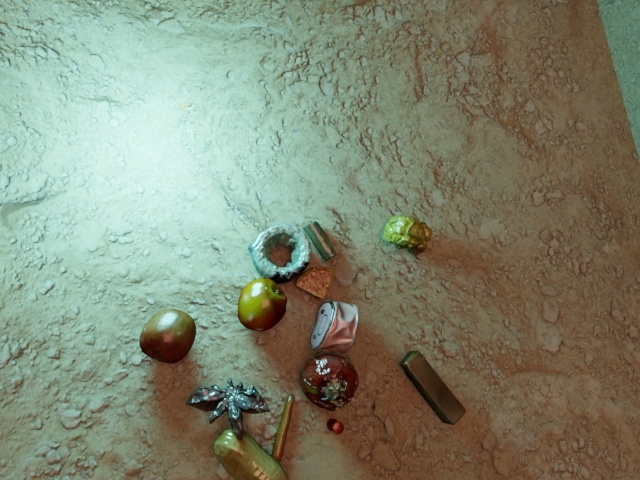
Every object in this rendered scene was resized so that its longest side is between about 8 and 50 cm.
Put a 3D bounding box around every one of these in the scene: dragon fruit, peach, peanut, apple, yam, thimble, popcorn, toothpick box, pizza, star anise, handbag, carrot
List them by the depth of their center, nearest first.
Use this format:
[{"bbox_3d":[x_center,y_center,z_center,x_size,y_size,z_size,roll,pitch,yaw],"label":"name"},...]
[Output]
[{"bbox_3d":[-0.238,0.776,1.671,0.319,0.147,0.148,43,71,-8],"label":"peanut"},{"bbox_3d":[-0.530,0.332,1.675,0.180,0.181,0.169,25,50,-9],"label":"apple"},{"bbox_3d":[-0.307,0.563,1.675,0.257,0.111,0.198,23,40,25],"label":"star anise"},{"bbox_3d":[0.042,0.537,1.751,0.218,0.148,0.224,19,104,-14],"label":"dragon fruit"},{"bbox_3d":[-0.137,0.692,1.769,0.043,0.043,0.248,17,72,-11],"label":"carrot"},{"bbox_3d":[-0.220,0.245,1.777,0.197,0.197,0.198,3,77,-14],"label":"peach"},{"bbox_3d":[0.055,0.693,1.796,0.047,0.083,0.047,3,79,-15],"label":"toothpick box"},{"bbox_3d":[0.054,0.327,1.830,0.116,0.179,0.205,20,80,-18],"label":"handbag"},{"bbox_3d":[-0.159,0.048,1.846,0.237,0.150,0.238,3,77,-13],"label":"thimble"},{"bbox_3d":[-0.020,0.174,1.909,0.174,0.046,0.134,-8,79,-16],"label":"pizza"},{"bbox_3d":[0.000,0.000,1.942,0.068,0.068,0.169,-34,89,-19],"label":"yam"},{"bbox_3d":[0.361,-0.020,2.008,0.195,0.168,0.174,24,55,-48],"label":"popcorn"}]

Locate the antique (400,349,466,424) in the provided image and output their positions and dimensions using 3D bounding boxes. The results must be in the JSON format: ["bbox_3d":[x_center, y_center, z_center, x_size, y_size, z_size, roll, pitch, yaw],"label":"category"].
[{"bbox_3d":[0.440,0.582,1.918,0.087,0.093,0.310,-39,90,-19],"label":"antique"}]
